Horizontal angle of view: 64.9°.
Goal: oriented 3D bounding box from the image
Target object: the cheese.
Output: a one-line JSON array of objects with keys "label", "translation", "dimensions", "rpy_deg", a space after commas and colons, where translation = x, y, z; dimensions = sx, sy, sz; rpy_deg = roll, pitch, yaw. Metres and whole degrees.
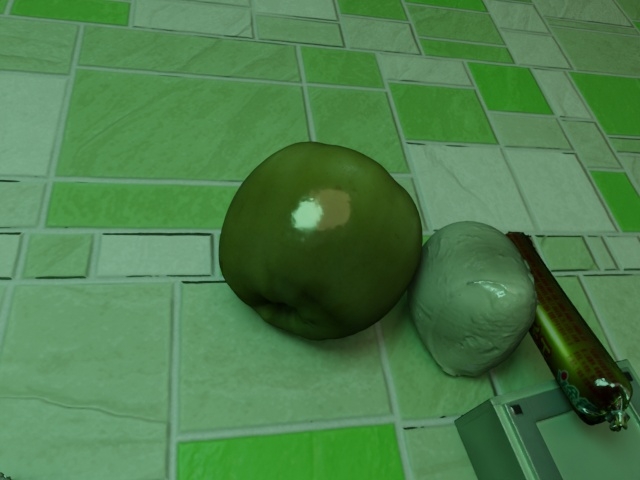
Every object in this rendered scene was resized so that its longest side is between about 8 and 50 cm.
[{"label": "cheese", "translation": [0.203, 0.072, 0.709], "dimensions": [0.154, 0.198, 0.189], "rpy_deg": [8, 46, -3]}]

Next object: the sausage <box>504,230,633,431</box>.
[{"label": "sausage", "translation": [0.316, 0.109, 0.685], "dimensions": [0.082, 0.082, 0.371], "rpy_deg": [12, 29, -5]}]

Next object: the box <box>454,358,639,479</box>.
[{"label": "box", "translation": [0.330, 0.293, 0.627], "dimensions": [0.225, 0.117, 0.225], "rpy_deg": [-8, 59, -19]}]

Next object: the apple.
[{"label": "apple", "translation": [0.000, 0.000, 0.669], "dimensions": [0.262, 0.262, 0.262], "rpy_deg": [7, 55, -9]}]

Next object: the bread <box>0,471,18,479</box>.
[{"label": "bread", "translation": [-0.232, 0.358, 0.459], "dimensions": [0.337, 0.102, 0.183], "rpy_deg": [28, 58, 3]}]
